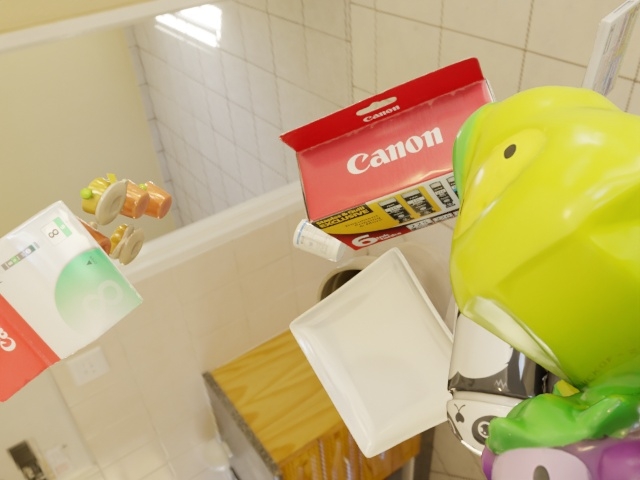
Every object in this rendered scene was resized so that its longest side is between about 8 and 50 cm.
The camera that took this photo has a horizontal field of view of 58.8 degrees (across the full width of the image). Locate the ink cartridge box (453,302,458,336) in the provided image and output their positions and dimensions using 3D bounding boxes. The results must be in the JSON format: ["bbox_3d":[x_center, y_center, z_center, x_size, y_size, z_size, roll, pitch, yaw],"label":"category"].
[{"bbox_3d":[0.402,0.195,1.218,0.171,0.168,0.232,-6,147,28],"label":"ink cartridge box"}]

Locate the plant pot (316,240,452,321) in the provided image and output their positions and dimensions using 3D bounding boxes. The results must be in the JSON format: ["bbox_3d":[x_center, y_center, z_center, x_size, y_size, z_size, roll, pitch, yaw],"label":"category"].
[{"bbox_3d":[0.196,0.141,1.443,0.323,0.280,0.323,19,127,27],"label":"plant pot"}]

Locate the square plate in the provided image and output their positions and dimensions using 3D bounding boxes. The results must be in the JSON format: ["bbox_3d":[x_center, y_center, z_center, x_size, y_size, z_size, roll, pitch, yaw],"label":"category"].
[{"bbox_3d":[0.134,0.242,1.200,0.347,0.049,0.344,-40,76,33],"label":"square plate"}]

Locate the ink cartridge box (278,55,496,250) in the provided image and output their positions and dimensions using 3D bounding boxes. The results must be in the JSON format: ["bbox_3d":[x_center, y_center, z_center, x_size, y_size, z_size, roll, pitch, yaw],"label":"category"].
[{"bbox_3d":[0.131,-0.113,0.876,0.272,0.310,0.130,28,-133,-62],"label":"ink cartridge box"}]

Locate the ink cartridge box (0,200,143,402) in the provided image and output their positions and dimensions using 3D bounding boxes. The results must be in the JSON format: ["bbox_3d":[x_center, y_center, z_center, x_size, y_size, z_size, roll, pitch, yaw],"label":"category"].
[{"bbox_3d":[-0.385,0.082,0.759,0.181,0.225,0.056,56,155,-17],"label":"ink cartridge box"}]

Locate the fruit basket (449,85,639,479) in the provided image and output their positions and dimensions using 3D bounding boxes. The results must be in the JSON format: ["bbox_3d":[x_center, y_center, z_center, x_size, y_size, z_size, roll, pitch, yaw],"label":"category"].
[{"bbox_3d":[0.175,0.056,0.309,0.392,0.283,0.392,21,123,38],"label":"fruit basket"}]

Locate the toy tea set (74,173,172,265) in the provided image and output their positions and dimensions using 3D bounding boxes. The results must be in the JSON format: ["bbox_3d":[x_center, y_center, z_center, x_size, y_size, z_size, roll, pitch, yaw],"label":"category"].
[{"bbox_3d":[-0.428,-0.049,1.137,0.124,0.200,0.336,25,-174,5],"label":"toy tea set"}]

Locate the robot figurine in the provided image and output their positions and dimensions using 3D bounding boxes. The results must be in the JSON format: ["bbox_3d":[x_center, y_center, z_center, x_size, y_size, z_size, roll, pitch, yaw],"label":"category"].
[{"bbox_3d":[0.270,0.170,0.805,0.174,0.278,0.209,5,160,22],"label":"robot figurine"}]

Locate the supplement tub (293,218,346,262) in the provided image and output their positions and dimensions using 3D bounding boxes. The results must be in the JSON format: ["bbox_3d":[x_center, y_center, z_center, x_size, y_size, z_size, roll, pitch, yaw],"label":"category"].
[{"bbox_3d":[0.000,0.000,1.257,0.107,0.071,0.071,20,138,16],"label":"supplement tub"}]

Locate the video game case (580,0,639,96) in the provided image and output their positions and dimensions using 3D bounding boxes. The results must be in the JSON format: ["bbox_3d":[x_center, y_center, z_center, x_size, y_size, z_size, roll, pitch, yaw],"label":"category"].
[{"bbox_3d":[0.604,-0.384,1.195,0.023,0.193,0.212,29,140,31],"label":"video game case"}]
